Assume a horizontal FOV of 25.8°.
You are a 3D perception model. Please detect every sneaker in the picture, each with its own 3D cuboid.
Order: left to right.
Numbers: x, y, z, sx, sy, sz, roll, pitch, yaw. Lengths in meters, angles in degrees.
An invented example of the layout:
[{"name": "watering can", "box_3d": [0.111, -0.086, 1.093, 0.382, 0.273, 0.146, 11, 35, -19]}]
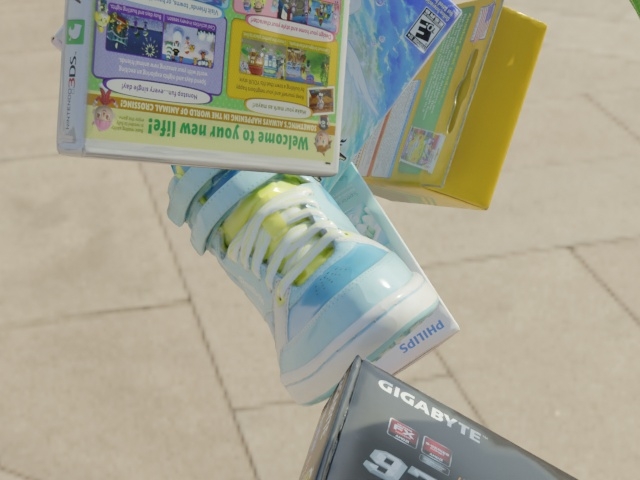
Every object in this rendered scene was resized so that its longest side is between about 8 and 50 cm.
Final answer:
[{"name": "sneaker", "box_3d": [-0.033, 0.000, 1.018, 0.127, 0.208, 0.319, -39, 6, -6]}]

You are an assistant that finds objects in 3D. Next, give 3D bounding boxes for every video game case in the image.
[{"name": "video game case", "box_3d": [-0.054, -0.136, 0.762, 0.023, 0.193, 0.212, 6, 3, 37]}, {"name": "video game case", "box_3d": [-0.052, -0.185, 1.212, 0.269, 0.244, 0.061, 38, -6, -13]}]

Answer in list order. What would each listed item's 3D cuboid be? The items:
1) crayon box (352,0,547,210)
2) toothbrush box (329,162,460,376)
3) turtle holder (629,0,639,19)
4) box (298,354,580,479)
[{"name": "crayon box", "box_3d": [0.131, -0.142, 1.494, 0.083, 0.203, 0.323, 19, -2, -17]}, {"name": "toothbrush box", "box_3d": [0.000, 0.000, 1.407, 0.126, 0.295, 0.216, -34, 0, -4]}, {"name": "turtle holder", "box_3d": [0.315, -0.120, 0.753, 0.243, 0.227, 0.320, 1, 6, -2]}, {"name": "box", "box_3d": [0.087, 0.176, 0.744, 0.220, 0.051, 0.175, 30, 30, -4]}]
